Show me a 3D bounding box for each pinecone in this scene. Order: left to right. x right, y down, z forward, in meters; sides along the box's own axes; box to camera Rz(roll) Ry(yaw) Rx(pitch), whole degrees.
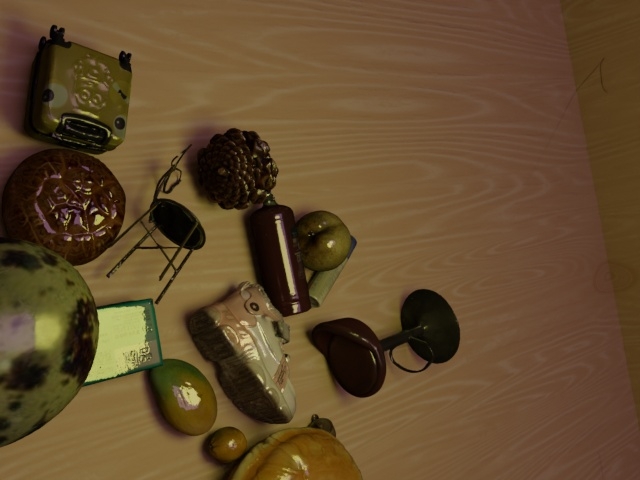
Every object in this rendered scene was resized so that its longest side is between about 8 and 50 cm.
[{"bbox_3d":[-0.194,-0.177,1.720,0.207,0.207,0.208,8,77,-40],"label":"pinecone"}]

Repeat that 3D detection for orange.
[{"bbox_3d":[-0.218,0.476,1.651,0.095,0.085,0.085,15,73,-42],"label":"orange"}]

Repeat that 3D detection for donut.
[{"bbox_3d":[-0.055,0.667,1.682,0.448,0.198,0.449,7,79,-43],"label":"donut"}]

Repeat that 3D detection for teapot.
[{"bbox_3d":[-0.017,0.508,1.850,0.110,0.085,0.080,-26,126,-12],"label":"teapot"}]

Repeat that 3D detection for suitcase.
[{"bbox_3d":[-0.511,-0.302,1.495,0.193,0.143,0.235,14,73,-39],"label":"suitcase"}]

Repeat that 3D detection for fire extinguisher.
[{"bbox_3d":[-0.109,0.019,1.807,0.114,0.135,0.338,-11,93,-9],"label":"fire extinguisher"}]

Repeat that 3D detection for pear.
[{"bbox_3d":[0.000,0.000,1.874,0.136,0.167,0.167,24,66,-56],"label":"pear"}]

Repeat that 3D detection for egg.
[{"bbox_3d":[-0.586,0.185,1.200,0.427,0.345,0.345,-34,110,4],"label":"egg"}]

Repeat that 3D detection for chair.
[{"bbox_3d":[-0.323,-0.041,1.551,0.170,0.160,0.326,31,54,3],"label":"chair"},{"bbox_3d":[0.173,0.283,1.938,0.400,0.226,0.227,-12,91,-40],"label":"chair"}]

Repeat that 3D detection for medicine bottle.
[{"bbox_3d":[0.027,0.079,1.950,0.059,0.059,0.231,48,55,-24],"label":"medicine bottle"}]

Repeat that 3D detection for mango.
[{"bbox_3d":[-0.309,0.349,1.597,0.195,0.091,0.130,48,57,-13],"label":"mango"}]

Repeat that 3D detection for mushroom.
[{"bbox_3d":[-0.519,-0.070,1.448,0.253,0.153,0.253,9,72,-30],"label":"mushroom"}]

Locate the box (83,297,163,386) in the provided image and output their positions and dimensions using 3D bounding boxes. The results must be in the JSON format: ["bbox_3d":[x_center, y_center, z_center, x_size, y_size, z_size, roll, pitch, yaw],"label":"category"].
[{"bbox_3d":[-0.464,0.214,1.479,0.244,0.092,0.153,-8,88,-41],"label":"box"}]

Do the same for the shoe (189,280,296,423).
[{"bbox_3d":[-0.141,0.267,1.696,0.198,0.171,0.351,-42,109,-38],"label":"shoe"}]
